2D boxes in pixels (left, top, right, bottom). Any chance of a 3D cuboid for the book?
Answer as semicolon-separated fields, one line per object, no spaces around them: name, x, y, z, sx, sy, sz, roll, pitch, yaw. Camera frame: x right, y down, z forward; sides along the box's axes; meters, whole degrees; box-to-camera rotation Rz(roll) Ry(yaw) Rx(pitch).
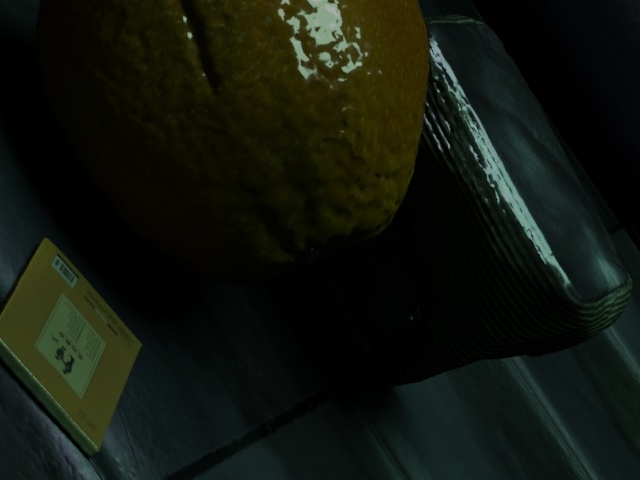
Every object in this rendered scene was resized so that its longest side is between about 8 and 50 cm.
book;-0.188;0.075;1.467;0.118;0.012;0.172;50;19;-14

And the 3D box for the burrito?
burrito;0.000;0.000;1.970;0.288;0.054;0.104;61;20;18

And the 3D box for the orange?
orange;-0.066;-0.141;1.641;0.322;0.322;0.357;16;46;-61

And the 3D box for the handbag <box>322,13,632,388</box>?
handbag;0.115;-0.025;1.855;0.340;0.240;0.247;60;25;6
